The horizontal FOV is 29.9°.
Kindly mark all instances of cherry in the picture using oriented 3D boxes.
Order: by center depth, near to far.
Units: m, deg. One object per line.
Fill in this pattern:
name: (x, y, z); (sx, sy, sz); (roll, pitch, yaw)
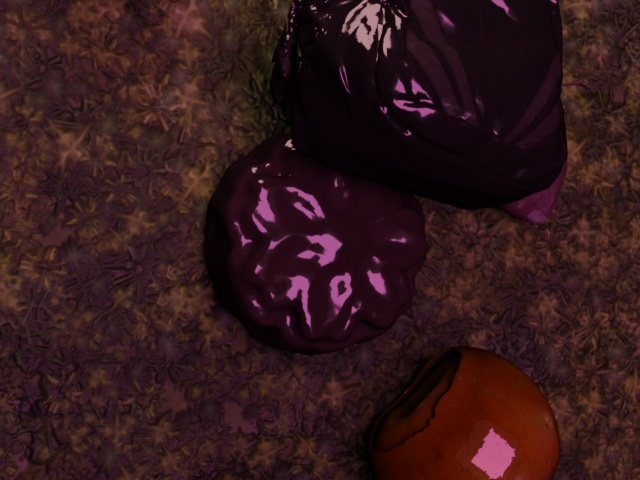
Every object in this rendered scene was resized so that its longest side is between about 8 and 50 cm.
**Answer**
cherry: (0.295, -0.107, 1.606); (0.188, 0.115, 0.148); (-21, 77, -28)

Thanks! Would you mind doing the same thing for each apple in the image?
apple: (0.176, 0.248, 1.489); (0.237, 0.237, 0.208); (-33, 84, -21)

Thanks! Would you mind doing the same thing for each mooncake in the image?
mooncake: (0.000, 0.000, 1.462); (0.283, 0.141, 0.283); (2, 86, -25)

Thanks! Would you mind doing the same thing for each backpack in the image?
backpack: (0.132, -0.262, 1.439); (0.363, 0.255, 0.446); (20, 65, -26)
